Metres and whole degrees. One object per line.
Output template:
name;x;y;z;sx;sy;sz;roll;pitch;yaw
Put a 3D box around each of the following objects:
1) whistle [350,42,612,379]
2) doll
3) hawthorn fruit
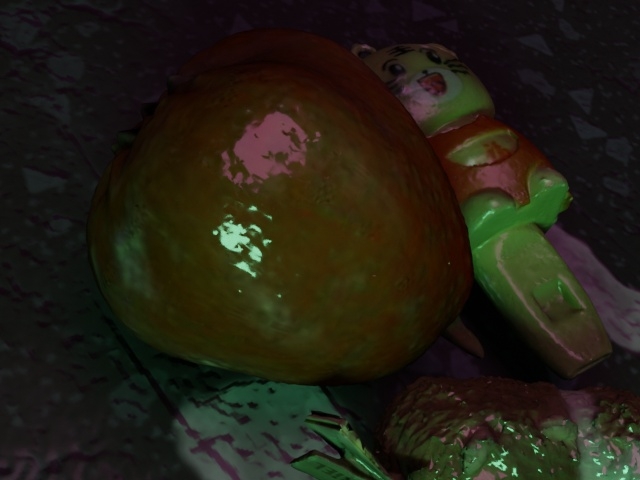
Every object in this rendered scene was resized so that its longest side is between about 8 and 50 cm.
whistle;0.097;-0.034;0.626;0.131;0.106;0.288;-21;63;-25
doll;0.089;0.128;0.498;0.221;0.105;0.115;1;17;-20
hawthorn fruit;0.000;0.000;0.523;0.251;0.199;0.199;33;48;-12
